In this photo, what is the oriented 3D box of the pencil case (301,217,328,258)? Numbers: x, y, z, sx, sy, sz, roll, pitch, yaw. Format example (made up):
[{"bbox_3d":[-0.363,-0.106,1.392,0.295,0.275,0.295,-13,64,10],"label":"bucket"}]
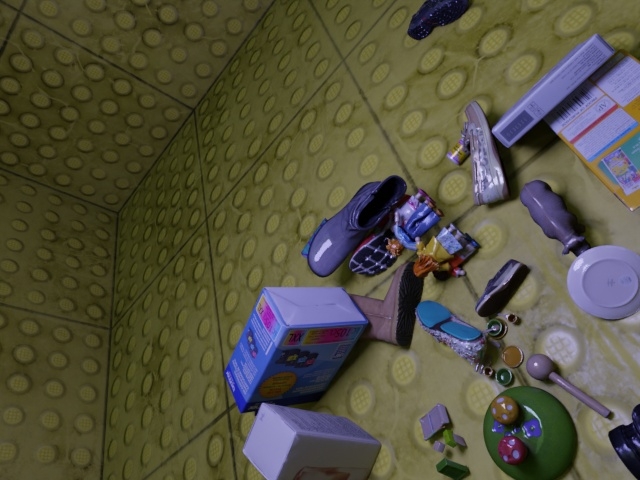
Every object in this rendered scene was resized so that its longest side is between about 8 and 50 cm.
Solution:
[{"bbox_3d":[0.000,0.000,1.646,0.152,0.064,0.070,-56,22,13],"label":"pencil case"}]

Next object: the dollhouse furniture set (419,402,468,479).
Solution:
[{"bbox_3d":[0.279,0.447,1.102,0.076,0.058,0.152,-55,19,25],"label":"dollhouse furniture set"}]

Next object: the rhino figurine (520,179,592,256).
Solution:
[{"bbox_3d":[0.500,-0.036,1.035,0.073,0.106,0.243,-44,42,27],"label":"rhino figurine"}]

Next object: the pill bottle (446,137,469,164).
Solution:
[{"bbox_3d":[0.386,-0.249,1.340,0.083,0.043,0.043,-50,40,19],"label":"pill bottle"}]

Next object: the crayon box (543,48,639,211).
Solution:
[{"bbox_3d":[0.631,-0.215,0.998,0.203,0.083,0.323,-43,42,27],"label":"crayon box"}]

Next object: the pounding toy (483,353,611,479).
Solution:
[{"bbox_3d":[0.393,0.347,0.949,0.237,0.110,0.183,-56,38,12],"label":"pounding toy"}]

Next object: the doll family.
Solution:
[{"bbox_3d":[0.255,-0.005,1.240,0.163,0.118,0.263,-49,66,20],"label":"doll family"}]

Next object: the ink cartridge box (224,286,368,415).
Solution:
[{"bbox_3d":[-0.085,0.318,1.353,0.151,0.270,0.395,56,130,40],"label":"ink cartridge box"}]

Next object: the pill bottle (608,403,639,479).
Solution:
[{"bbox_3d":[0.572,0.286,0.759,0.219,0.123,0.123,-44,42,25],"label":"pill bottle"}]

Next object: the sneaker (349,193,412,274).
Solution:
[{"bbox_3d":[0.188,-0.016,1.428,0.279,0.107,0.118,-48,22,16],"label":"sneaker"}]

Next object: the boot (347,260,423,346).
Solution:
[{"bbox_3d":[0.141,0.167,1.369,0.269,0.089,0.236,0,70,51],"label":"boot"}]

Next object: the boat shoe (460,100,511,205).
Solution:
[{"bbox_3d":[0.397,-0.224,1.240,0.089,0.104,0.285,-19,60,25],"label":"boat shoe"}]

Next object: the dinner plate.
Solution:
[{"bbox_3d":[0.544,0.080,0.931,0.141,0.017,0.141,2,95,22],"label":"dinner plate"}]

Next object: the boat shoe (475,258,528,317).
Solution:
[{"bbox_3d":[0.404,0.108,1.119,0.152,0.056,0.049,-47,31,4],"label":"boat shoe"}]

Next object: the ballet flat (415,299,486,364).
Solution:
[{"bbox_3d":[0.298,0.217,1.155,0.091,0.077,0.241,-21,19,-12],"label":"ballet flat"}]

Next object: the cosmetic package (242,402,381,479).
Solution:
[{"bbox_3d":[-0.016,0.502,1.196,0.153,0.296,0.129,19,84,53],"label":"cosmetic package"}]

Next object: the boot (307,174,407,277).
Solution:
[{"bbox_3d":[0.086,-0.040,1.352,0.338,0.118,0.223,-56,7,-2],"label":"boot"}]

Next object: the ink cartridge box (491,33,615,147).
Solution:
[{"bbox_3d":[0.525,-0.342,1.155,0.275,0.060,0.239,-45,-3,24],"label":"ink cartridge box"}]

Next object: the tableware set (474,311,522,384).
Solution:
[{"bbox_3d":[0.395,0.232,1.082,0.104,0.024,0.154,14,81,52],"label":"tableware set"}]

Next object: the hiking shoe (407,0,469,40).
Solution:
[{"bbox_3d":[0.375,-0.752,1.597,0.227,0.086,0.114,-15,63,46],"label":"hiking shoe"}]
